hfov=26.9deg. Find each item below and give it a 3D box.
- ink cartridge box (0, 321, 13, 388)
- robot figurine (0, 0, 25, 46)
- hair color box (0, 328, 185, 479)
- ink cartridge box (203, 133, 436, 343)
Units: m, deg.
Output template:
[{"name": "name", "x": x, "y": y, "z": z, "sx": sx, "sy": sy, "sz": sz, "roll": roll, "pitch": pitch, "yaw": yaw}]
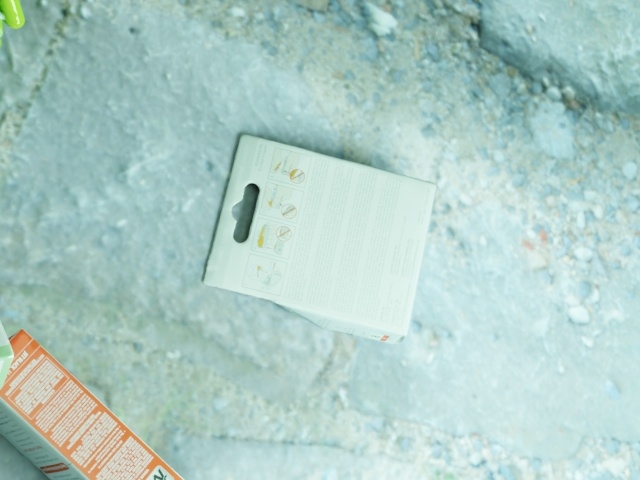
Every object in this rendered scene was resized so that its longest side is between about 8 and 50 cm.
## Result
[{"name": "ink cartridge box", "x": -0.330, "y": 0.011, "z": 0.905, "sx": 0.171, "sy": 0.056, "sz": 0.235, "roll": -14, "pitch": 64, "yaw": -32}, {"name": "robot figurine", "x": -0.282, "y": -0.182, "z": 1.042, "sx": 0.101, "sy": 0.067, "sz": 0.115, "roll": -3, "pitch": 78, "yaw": 2}, {"name": "hair color box", "x": -0.187, "y": 0.145, "z": 0.994, "sx": 0.167, "sy": 0.093, "sz": 0.053, "roll": 46, "pitch": 63, "yaw": -10}, {"name": "ink cartridge box", "x": 0.000, "y": 0.000, "z": 1.160, "sx": 0.179, "sy": 0.045, "sz": 0.145, "roll": 14, "pitch": 72, "yaw": -3}]
